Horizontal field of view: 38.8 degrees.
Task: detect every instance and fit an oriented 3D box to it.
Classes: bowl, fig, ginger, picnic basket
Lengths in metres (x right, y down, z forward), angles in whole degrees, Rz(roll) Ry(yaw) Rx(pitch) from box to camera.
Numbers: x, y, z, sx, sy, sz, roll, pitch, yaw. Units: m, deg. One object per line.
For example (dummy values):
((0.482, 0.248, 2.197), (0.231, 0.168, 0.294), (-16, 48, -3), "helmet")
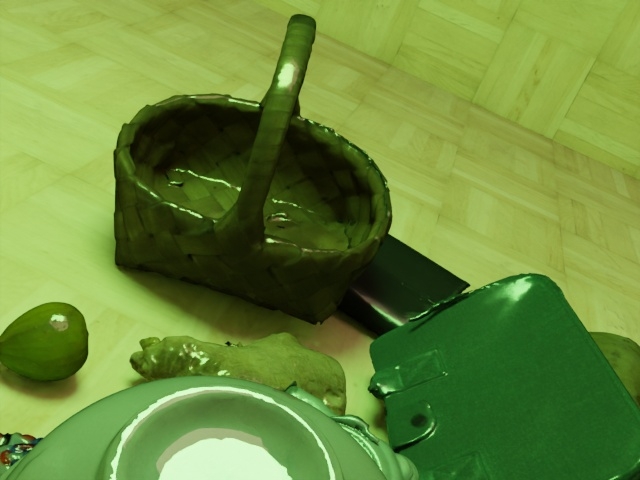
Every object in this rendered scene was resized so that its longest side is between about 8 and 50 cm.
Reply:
((-0.070, 0.194, 0.578), (0.346, 0.157, 0.345), (9, 40, -7), "bowl")
((-0.256, 0.094, 0.832), (0.088, 0.074, 0.074), (-10, 38, -28), "fig")
((-0.075, 0.140, 0.902), (0.213, 0.074, 0.137), (12, 17, -35), "ginger")
((-0.065, -0.103, 1.052), (0.337, 0.337, 0.293), (21, 39, -8), "picnic basket")

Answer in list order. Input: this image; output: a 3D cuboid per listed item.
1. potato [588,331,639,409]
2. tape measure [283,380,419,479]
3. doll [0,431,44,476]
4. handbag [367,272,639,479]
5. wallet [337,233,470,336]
((0.307, 0.199, 1.024), (0.165, 0.165, 0.262), (25, 25, 2), "potato")
((0.069, 0.248, 0.743), (0.330, 0.084, 0.164), (29, 51, 24), "tape measure")
((-0.192, 0.180, 0.723), (0.195, 0.062, 0.104), (4, 11, -18), "doll")
((0.180, 0.173, 0.908), (0.238, 0.089, 0.326), (-22, 31, 5), "handbag")
((0.000, -0.001, 1.277), (0.406, 0.062, 0.228), (31, 25, 16), "wallet")
